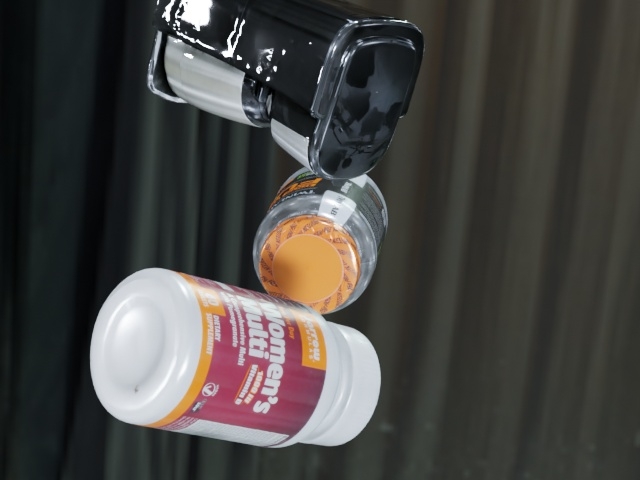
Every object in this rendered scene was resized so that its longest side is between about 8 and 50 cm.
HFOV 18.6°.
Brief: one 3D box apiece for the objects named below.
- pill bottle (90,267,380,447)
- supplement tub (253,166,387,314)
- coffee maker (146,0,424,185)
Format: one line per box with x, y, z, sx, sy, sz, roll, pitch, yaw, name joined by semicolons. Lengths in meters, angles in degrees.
-0.063;0.099;1.540;0.221;0.121;0.121;15;8;-43;pill bottle
0.000;0.000;1.852;0.117;0.117;0.190;6;15;5;supplement tub
-0.026;-0.148;1.389;0.178;0.171;0.120;27;43;36;coffee maker
